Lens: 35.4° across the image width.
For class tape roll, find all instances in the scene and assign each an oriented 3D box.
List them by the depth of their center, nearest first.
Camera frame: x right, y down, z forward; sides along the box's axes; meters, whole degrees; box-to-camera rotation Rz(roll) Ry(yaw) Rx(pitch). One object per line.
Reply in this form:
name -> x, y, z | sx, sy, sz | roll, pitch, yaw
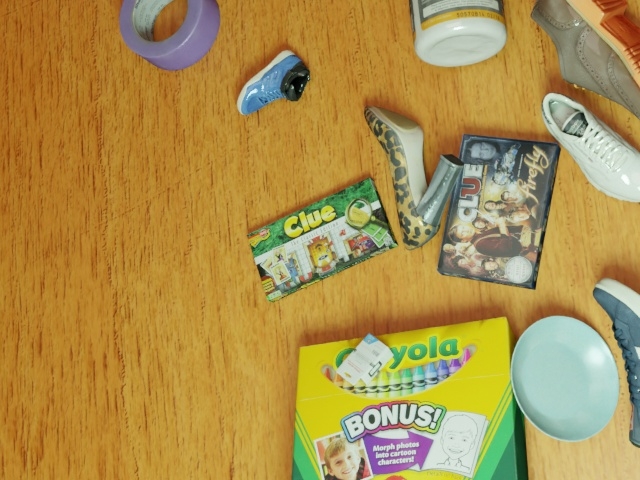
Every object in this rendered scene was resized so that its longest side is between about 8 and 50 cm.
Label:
tape roll -> -0.300, -0.440, 1.996 | 0.188, 0.080, 0.189 | -4, 78, 22

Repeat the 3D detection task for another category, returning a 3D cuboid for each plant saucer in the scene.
plant saucer -> 0.373, 0.216, 1.562 | 0.194, 0.037, 0.195 | 6, 74, -20

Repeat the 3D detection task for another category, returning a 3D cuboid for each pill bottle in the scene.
pill bottle -> 0.228, -0.456, 1.735 | 0.162, 0.162, 0.279 | -10, 76, 20

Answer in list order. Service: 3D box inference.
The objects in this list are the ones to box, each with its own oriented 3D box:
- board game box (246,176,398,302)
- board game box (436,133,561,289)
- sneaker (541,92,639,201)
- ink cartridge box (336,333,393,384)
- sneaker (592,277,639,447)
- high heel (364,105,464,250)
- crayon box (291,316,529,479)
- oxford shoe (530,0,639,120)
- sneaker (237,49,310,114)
board game box -> 0.000, 0.000, 1.808 | 0.259, 0.030, 0.136 | -25, 68, 16
board game box -> 0.299, -0.050, 1.686 | 0.165, 0.042, 0.243 | 8, 82, 24
sneaker -> 0.445, -0.150, 1.620 | 0.235, 0.095, 0.090 | 44, 95, 22
ink cartridge box -> 0.071, 0.197, 1.615 | 0.083, 0.028, 0.048 | -46, 48, -11
sneaker -> 0.494, 0.220, 1.499 | 0.148, 0.131, 0.350 | -37, 68, 7
high heel -> 0.128, -0.113, 1.762 | 0.261, 0.093, 0.186 | 45, 123, 40
crayon box -> 0.138, 0.304, 1.596 | 0.362, 0.106, 0.313 | -11, 57, 20
oxford shoe -> 0.482, -0.279, 1.638 | 0.133, 0.130, 0.364 | -46, 69, 44
sneaker -> -0.084, -0.280, 1.884 | 0.152, 0.058, 0.084 | -44, 58, 2
